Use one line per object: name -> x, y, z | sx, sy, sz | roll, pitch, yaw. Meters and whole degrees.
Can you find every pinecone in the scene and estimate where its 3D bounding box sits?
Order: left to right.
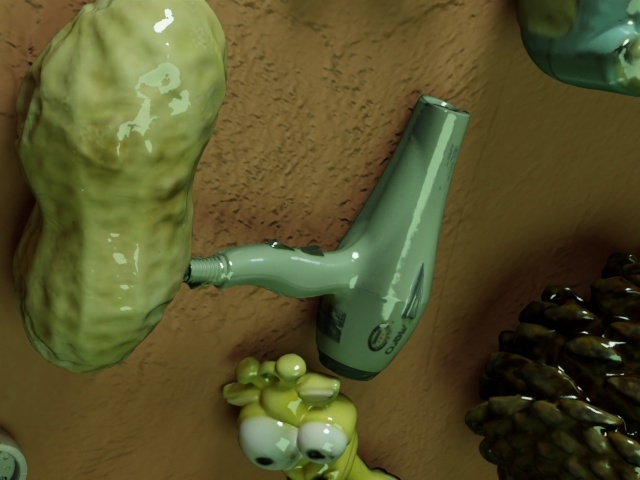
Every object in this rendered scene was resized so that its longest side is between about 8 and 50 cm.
pinecone -> 0.257, 0.131, 1.268 | 0.257, 0.243, 0.243 | -51, 132, 0

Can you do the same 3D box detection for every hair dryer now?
hair dryer -> 0.025, -0.021, 1.128 | 0.225, 0.088, 0.219 | 34, 88, -46

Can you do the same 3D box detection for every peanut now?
peanut -> -0.137, -0.036, 1.000 | 0.130, 0.130, 0.290 | -5, 124, -27

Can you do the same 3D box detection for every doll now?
doll -> 0.016, 0.191, 1.274 | 0.117, 0.086, 0.291 | -8, 137, 24
doll -> 0.277, -0.178, 1.101 | 0.260, 0.161, 0.177 | 1, 101, -28

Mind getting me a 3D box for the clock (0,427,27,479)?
clock -> -0.277, 0.194, 1.147 | 0.087, 0.041, 0.129 | 20, 106, -42
